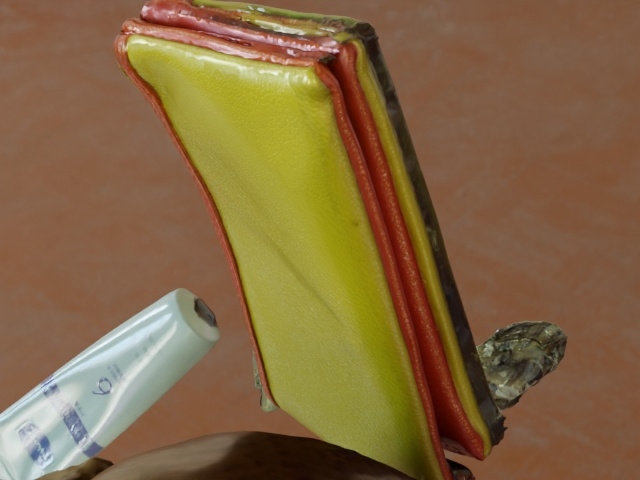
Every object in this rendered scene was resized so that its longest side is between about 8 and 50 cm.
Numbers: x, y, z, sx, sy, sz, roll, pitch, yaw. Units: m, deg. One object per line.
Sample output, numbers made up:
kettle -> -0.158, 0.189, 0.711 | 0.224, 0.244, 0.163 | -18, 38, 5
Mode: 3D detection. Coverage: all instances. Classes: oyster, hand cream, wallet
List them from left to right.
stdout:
hand cream -> -0.236, 0.165, 1.493 | 0.109, 0.320, 0.067 | 54, 18, 9
wallet -> 0.000, 0.000, 0.644 | 0.141, 0.241, 0.067 | 20, 51, 43
oyster -> 0.156, 0.169, 1.597 | 0.252, 0.199, 0.087 | -12, 56, -18

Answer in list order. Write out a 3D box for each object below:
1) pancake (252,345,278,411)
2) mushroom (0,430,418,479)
pancake -> -0.055, 0.113, 1.935 | 0.037, 0.254, 0.254 | 10, 36, -12
mushroom -> -0.026, 0.178, 0.571 | 0.283, 0.195, 0.263 | 18, 9, 6
